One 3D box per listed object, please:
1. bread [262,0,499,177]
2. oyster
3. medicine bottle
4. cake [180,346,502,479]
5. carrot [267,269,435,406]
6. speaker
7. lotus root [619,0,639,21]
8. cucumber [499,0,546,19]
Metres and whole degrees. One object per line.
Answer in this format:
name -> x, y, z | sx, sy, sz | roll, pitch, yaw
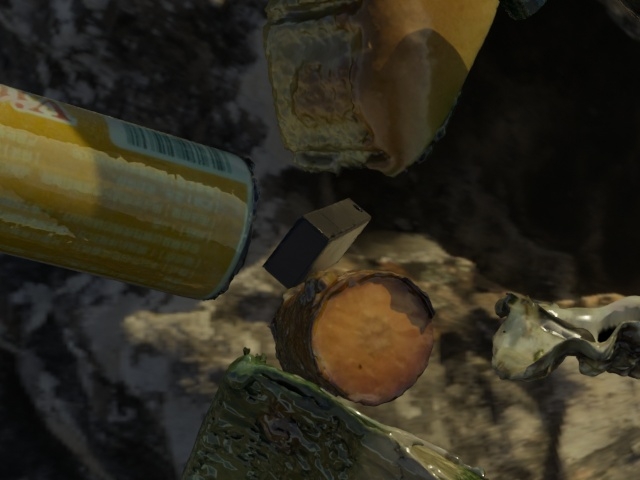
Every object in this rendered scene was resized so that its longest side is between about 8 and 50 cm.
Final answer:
bread -> 0.038, -0.189, 1.239 | 0.174, 0.133, 0.252 | 2, 63, 50
oyster -> 0.326, 0.111, 1.780 | 0.238, 0.351, 0.115 | -5, 85, 9
medicine bottle -> -0.239, -0.055, 0.790 | 0.108, 0.426, 0.108 | -39, 43, 49
cake -> -0.002, 0.158, 0.700 | 0.158, 0.283, 0.172 | 25, 83, 6
carrot -> 0.009, 0.069, 1.138 | 0.102, 0.263, 0.102 | 0, 89, -13
speaker -> 0.000, 0.000, 1.803 | 0.044, 0.218, 0.082 | 39, 106, 7
lotus root -> 0.408, -0.352, 1.775 | 0.160, 0.275, 0.152 | -12, 42, 50
cucumber -> 0.137, -0.218, 1.134 | 0.048, 0.105, 0.048 | -27, 37, 22
